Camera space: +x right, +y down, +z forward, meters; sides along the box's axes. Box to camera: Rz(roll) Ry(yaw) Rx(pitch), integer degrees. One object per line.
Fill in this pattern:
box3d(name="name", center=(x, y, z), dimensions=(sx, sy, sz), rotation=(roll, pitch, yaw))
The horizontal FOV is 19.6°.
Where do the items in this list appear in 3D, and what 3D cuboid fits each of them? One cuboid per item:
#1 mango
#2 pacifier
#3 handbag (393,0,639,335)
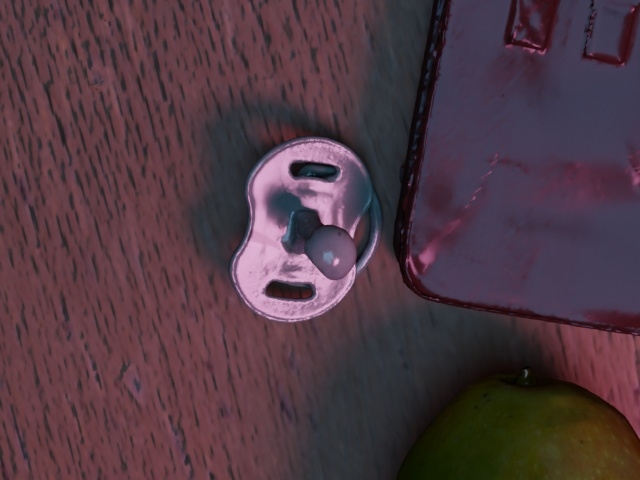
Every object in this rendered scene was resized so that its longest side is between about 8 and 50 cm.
box3d(name="mango", center=(0.139, 0.284, 1.414), dimensions=(0.225, 0.201, 0.382), rotation=(21, 106, 17))
box3d(name="pacifier", center=(0.000, 0.000, 1.406), dimensions=(0.127, 0.116, 0.150), rotation=(12, 101, -26))
box3d(name="handbag", center=(0.196, -0.075, 1.390), dimensions=(0.260, 0.084, 0.275), rotation=(8, 102, -1))
